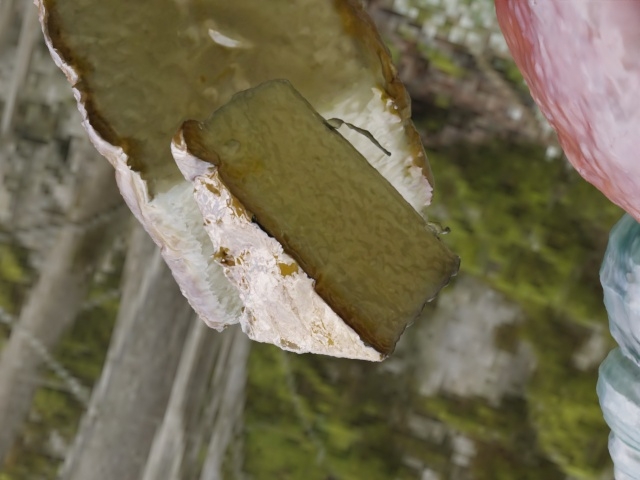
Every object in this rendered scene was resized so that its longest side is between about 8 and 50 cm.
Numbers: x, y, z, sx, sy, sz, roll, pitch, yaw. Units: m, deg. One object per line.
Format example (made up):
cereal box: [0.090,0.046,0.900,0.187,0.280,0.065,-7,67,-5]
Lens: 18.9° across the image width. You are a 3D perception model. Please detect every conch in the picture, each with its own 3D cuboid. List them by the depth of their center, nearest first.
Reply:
conch: [0.268,0.064,1.276,0.195,0.277,0.220,5,-139,-37]

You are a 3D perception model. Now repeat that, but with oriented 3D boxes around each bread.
bread: [0.001,-0.017,0.822,0.080,0.109,0.084,2,-148,41]
bread: [-0.068,-0.125,1.360,0.207,0.279,0.279,-25,-116,-1]

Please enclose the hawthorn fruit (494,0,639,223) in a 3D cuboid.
hawthorn fruit: [0.158,-0.086,0.571,0.242,0.242,0.272,22,-163,11]
